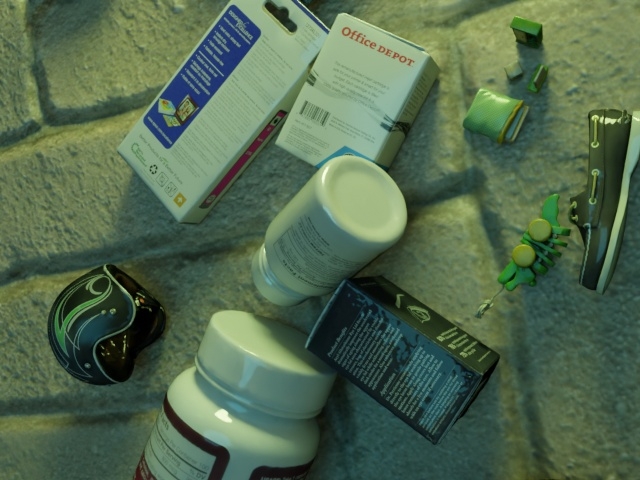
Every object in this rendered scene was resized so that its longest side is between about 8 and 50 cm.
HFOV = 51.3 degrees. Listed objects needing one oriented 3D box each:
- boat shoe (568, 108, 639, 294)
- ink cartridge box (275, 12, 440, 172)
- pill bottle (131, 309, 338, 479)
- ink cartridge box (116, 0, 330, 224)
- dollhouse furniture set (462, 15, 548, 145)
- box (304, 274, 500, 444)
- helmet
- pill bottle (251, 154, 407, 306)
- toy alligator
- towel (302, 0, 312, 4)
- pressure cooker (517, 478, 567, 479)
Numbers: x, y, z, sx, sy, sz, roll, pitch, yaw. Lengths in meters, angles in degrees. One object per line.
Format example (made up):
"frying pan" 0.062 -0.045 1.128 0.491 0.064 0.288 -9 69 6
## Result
"boat shoe" 0.342 -0.049 0.816 0.068 0.081 0.228 12 86 24
"ink cartridge box" 0.053 -0.187 0.930 0.148 0.086 0.203 31 100 19
"pill bottle" -0.134 0.312 0.920 0.224 0.224 0.392 26 98 21
"ink cartridge box" -0.146 -0.215 1.024 0.176 0.069 0.371 47 108 17
"dollhouse furniture set" 0.244 -0.205 0.867 0.076 0.058 0.152 28 99 21
"box" 0.110 0.144 0.864 0.207 0.153 0.108 34 102 21
"helmet" -0.342 0.137 1.043 0.169 0.169 0.161 42 88 18
"pill bottle" 0.000 0.000 0.883 0.229 0.131 0.131 -42 71 49
"toy alligator" 0.268 0.032 0.852 0.051 0.056 0.190 33 101 20
"towel" -0.011 -0.570 0.949 0.271 0.040 0.370 43 110 17
"pressure cooker" 0.232 0.475 0.661 0.375 0.420 0.370 -45 73 14
